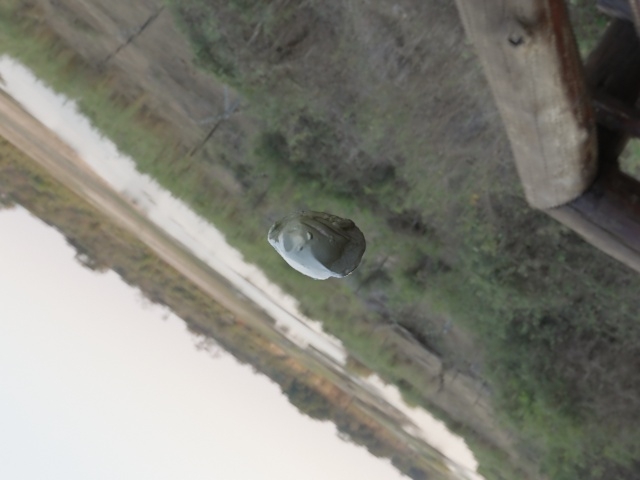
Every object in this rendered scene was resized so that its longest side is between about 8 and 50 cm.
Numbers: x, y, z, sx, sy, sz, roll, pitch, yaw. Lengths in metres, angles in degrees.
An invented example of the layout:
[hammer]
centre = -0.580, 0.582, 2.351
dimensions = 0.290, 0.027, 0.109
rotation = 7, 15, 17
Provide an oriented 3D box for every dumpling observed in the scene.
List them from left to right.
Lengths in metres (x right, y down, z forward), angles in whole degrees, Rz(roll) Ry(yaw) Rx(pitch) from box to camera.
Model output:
[dumpling]
centre = -0.001, -0.002, 0.698
dimensions = 0.052, 0.057, 0.076
rotation = 38, 163, -24
